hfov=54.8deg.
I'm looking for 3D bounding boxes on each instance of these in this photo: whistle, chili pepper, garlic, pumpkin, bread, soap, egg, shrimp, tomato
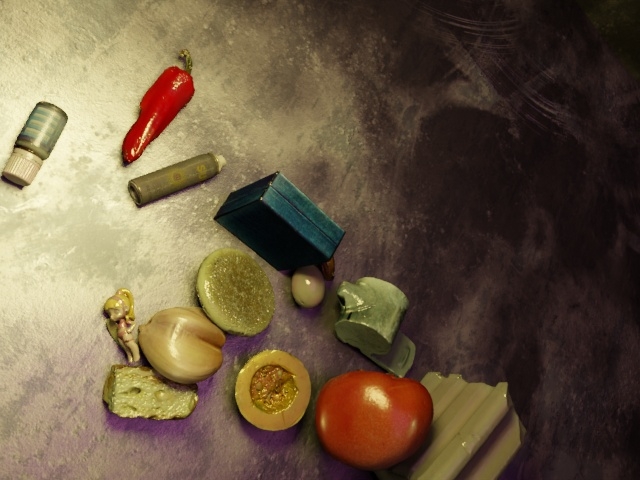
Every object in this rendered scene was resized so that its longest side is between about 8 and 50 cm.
[{"bbox_3d":[0.175,0.279,1.947,0.168,0.188,0.405,-61,148,-31],"label":"whistle"},{"bbox_3d":[-0.429,-0.361,1.663,0.110,0.110,0.388,39,64,-23],"label":"chili pepper"},{"bbox_3d":[-0.347,0.255,1.584,0.228,0.110,0.217,15,48,-22],"label":"garlic"},{"bbox_3d":[-0.144,0.413,1.732,0.217,0.110,0.218,2,83,-21],"label":"pumpkin"},{"bbox_3d":[-0.424,0.387,1.555,0.232,0.088,0.128,13,65,-25],"label":"bread"},{"bbox_3d":[0.386,0.638,1.914,0.435,0.350,0.213,-39,112,-31],"label":"soap"},{"bbox_3d":[-0.036,0.136,1.843,0.103,0.103,0.135,1,81,-34],"label":"egg"},{"bbox_3d":[-0.224,0.139,1.700,0.267,0.040,0.267,30,46,-36],"label":"bread"},{"bbox_3d":[0.005,-0.004,1.890,0.066,0.117,0.262,-19,94,-2],"label":"shrimp"},{"bbox_3d":[0.152,0.519,1.773,0.341,0.341,0.273,21,65,-30],"label":"tomato"}]

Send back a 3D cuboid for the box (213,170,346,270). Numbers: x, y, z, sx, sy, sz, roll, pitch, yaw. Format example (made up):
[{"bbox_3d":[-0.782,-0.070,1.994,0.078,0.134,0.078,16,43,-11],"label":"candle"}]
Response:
[{"bbox_3d":[-0.117,-0.043,1.714,0.261,0.279,0.116,40,61,-23],"label":"box"}]

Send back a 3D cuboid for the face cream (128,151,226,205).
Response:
[{"bbox_3d":[-0.381,-0.176,1.682,0.283,0.073,0.073,-27,97,-34],"label":"face cream"}]

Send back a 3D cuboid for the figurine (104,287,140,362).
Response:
[{"bbox_3d":[-0.489,0.213,1.549,0.083,0.083,0.187,-17,85,-35],"label":"figurine"}]

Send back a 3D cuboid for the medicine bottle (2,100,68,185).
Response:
[{"bbox_3d":[-0.684,-0.231,1.481,0.083,0.083,0.203,27,67,-27],"label":"medicine bottle"}]
